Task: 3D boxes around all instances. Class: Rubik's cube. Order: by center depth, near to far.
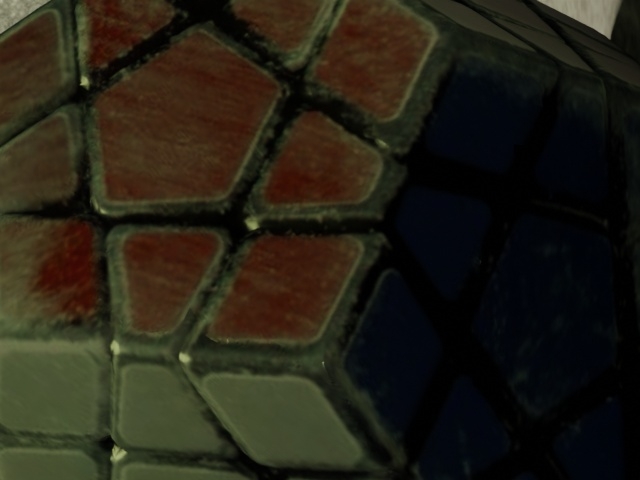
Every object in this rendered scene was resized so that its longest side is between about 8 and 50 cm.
[{"bbox_3d":[0.000,0.019,0.688,0.264,0.319,0.319,3,98,54],"label":"Rubik's cube"}]
